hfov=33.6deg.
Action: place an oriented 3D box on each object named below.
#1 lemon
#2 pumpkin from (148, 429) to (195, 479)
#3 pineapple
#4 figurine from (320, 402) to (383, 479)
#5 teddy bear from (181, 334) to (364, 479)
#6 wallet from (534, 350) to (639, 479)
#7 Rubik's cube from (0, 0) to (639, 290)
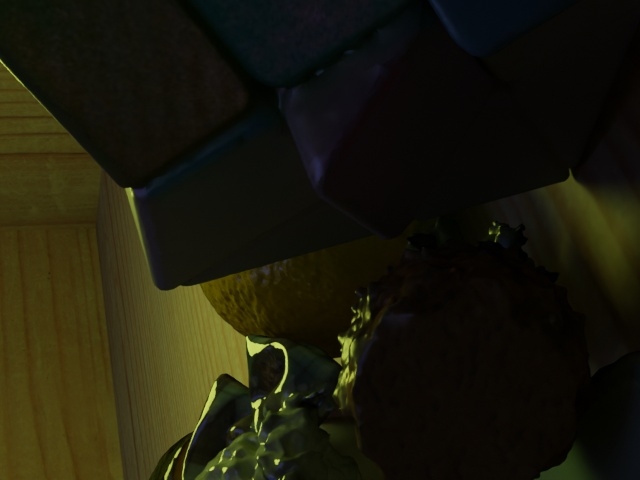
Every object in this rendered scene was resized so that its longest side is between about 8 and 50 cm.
[{"bbox_3d":[0.000,0.000,0.836,0.257,0.188,0.188,-10,81,51],"label":"lemon"},{"bbox_3d":[-0.123,0.381,1.175,0.232,0.242,0.325,136,135,-55],"label":"pumpkin"},{"bbox_3d":[0.079,0.046,0.583,0.248,0.128,0.128,-54,-32,-75],"label":"pineapple"},{"bbox_3d":[0.021,0.263,0.885,0.189,0.142,0.263,47,-148,-68],"label":"figurine"},{"bbox_3d":[0.030,0.296,0.696,0.327,0.375,0.362,-52,6,45],"label":"teddy bear"},{"bbox_3d":[0.175,0.237,0.498,0.252,0.083,0.360,112,151,-62],"label":"wallet"},{"bbox_3d":[-0.016,-0.174,0.581,0.368,0.387,0.358,96,155,-58],"label":"Rubik's cube"}]
